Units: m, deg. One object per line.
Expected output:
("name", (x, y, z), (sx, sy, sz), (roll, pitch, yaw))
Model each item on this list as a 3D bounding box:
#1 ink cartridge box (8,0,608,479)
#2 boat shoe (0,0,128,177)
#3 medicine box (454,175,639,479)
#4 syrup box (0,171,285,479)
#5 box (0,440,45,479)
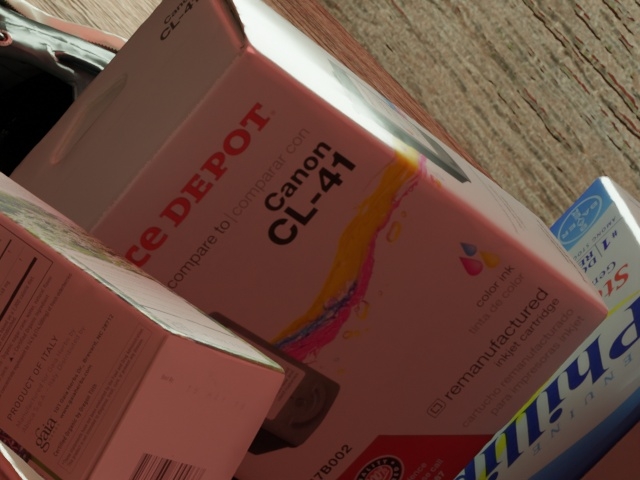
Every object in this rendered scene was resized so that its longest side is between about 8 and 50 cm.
("ink cartridge box", (-0.017, 0.021, 1.118), (0.306, 0.226, 0.131), (34, 15, -32))
("boat shoe", (-0.196, -0.089, 1.198), (0.340, 0.127, 0.113), (40, 41, -48))
("medicine box", (0.176, 0.137, 1.236), (0.149, 0.263, 0.289), (39, 14, -17))
("syrup box", (-0.141, 0.037, 0.866), (0.237, 0.096, 0.093), (31, 3, 35))
("box", (-0.055, 0.182, 0.481), (0.121, 0.148, 0.311), (50, -7, 28))
